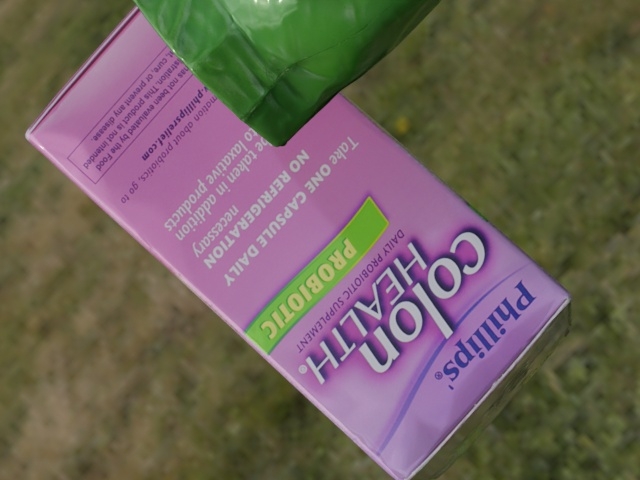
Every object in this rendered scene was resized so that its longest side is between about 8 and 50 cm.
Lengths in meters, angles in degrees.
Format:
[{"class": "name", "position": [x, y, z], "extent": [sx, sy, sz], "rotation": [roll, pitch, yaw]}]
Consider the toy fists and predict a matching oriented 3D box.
[{"class": "toy fists", "position": [-0.027, -0.160, 0.728], "extent": [0.142, 0.096, 0.279], "rotation": [-44, 39, 8]}]

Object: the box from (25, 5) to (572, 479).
[{"class": "box", "position": [0.000, 0.000, 0.977], "extent": [0.117, 0.243, 0.213], "rotation": [-49, -9, 0]}]
